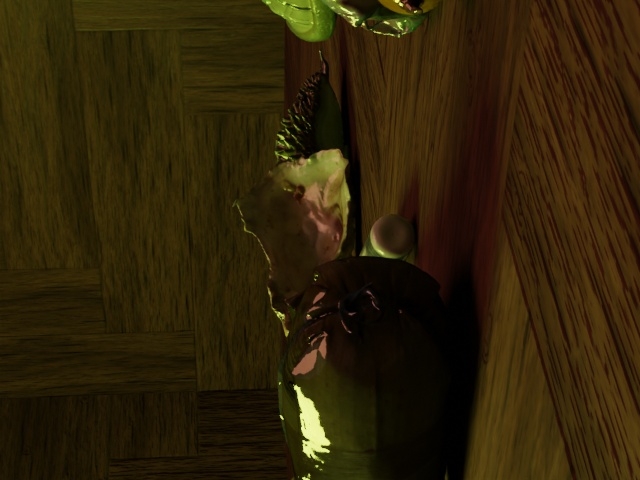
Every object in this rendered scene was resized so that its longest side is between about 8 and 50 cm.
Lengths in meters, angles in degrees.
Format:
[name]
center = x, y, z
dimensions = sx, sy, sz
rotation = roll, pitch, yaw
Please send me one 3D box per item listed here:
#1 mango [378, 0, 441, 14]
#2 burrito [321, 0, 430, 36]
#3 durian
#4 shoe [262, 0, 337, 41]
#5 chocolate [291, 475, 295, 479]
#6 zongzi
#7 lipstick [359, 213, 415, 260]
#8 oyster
[mango]
center = 0.062, -0.221, 0.919
dimensions = 0.101, 0.066, 0.187
rotation = 81, -172, -50
[burrito]
center = 0.022, -0.264, 1.053
dimensions = 0.144, 0.089, 0.229
rotation = 10, -126, -63
[durian]
center = -0.011, -0.120, 1.788
dimensions = 0.137, 0.095, 0.221
rotation = 98, 172, -69
[shoe]
center = -0.038, -0.299, 1.322
dimensions = 0.262, 0.128, 0.140
rotation = 87, -167, -71
[chocolate]
center = 0.004, 0.421, 1.719
dimensions = 0.321, 0.112, 0.112
rotation = -98, 16, -60
[zongzi]
center = 0.035, 0.065, 1.040
dimensions = 0.274, 0.125, 0.251
rotation = -87, -1, -48
[lipstick]
center = 0.057, 0.011, 1.233
dimensions = 0.141, 0.040, 0.040
rotation = 109, 159, -77
[oyster]
center = -0.010, 0.011, 1.677
dimensions = 0.107, 0.161, 0.233
rotation = 17, -115, -49
